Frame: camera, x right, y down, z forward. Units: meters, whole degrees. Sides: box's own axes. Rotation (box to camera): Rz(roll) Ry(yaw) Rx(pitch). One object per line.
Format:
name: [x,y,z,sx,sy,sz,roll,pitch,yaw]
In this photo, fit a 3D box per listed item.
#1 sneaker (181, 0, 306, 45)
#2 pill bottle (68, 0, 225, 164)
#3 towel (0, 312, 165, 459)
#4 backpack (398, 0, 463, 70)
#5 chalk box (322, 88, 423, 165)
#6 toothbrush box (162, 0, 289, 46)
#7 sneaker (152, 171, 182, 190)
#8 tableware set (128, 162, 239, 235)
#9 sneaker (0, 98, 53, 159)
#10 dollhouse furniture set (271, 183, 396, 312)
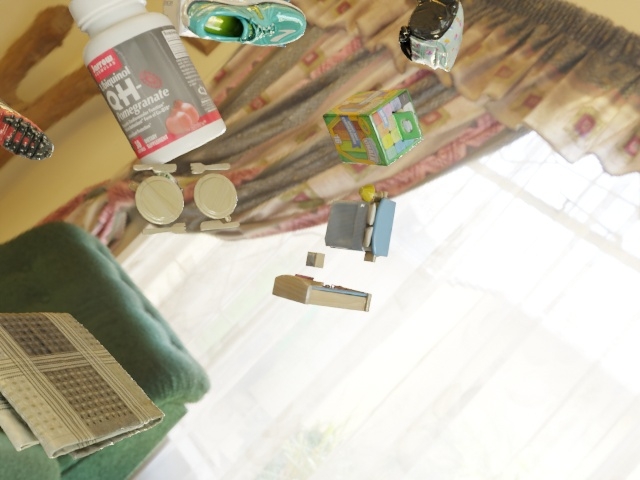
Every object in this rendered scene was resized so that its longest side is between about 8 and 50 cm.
sneaker: [-0.151,-0.446,1.339,0.110,0.276,0.107,53,-39,43]
pill bottle: [-0.323,-0.307,1.181,0.318,0.176,0.176,63,-8,-13]
towel: [-0.464,0.244,1.121,0.324,0.056,0.312,40,7,18]
backpack: [0.245,-0.445,1.376,0.115,0.151,0.182,30,-10,16]
chalk box: [0.135,-0.256,1.450,0.213,0.132,0.132,13,-46,52]
toothbrush box: [-0.262,-0.608,1.733,0.296,0.126,0.216,-1,20,-26]
sneaker: [-0.342,-0.129,1.474,0.069,0.038,0.098,40,9,-45]
tableware set: [-0.247,-0.075,1.171,0.039,0.194,0.128,-15,-97,56]
sneaker: [-0.798,-0.299,1.598,0.276,0.097,0.135,29,13,-24]
dollhouse furniture set: [0.000,0.000,1.569,0.198,0.303,0.286,13,-3,-39]
